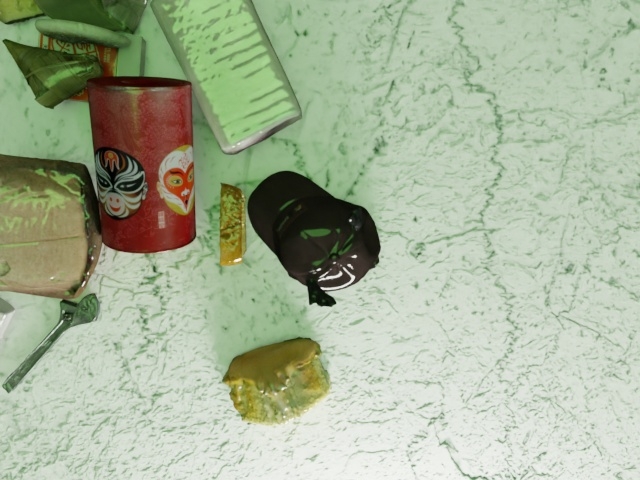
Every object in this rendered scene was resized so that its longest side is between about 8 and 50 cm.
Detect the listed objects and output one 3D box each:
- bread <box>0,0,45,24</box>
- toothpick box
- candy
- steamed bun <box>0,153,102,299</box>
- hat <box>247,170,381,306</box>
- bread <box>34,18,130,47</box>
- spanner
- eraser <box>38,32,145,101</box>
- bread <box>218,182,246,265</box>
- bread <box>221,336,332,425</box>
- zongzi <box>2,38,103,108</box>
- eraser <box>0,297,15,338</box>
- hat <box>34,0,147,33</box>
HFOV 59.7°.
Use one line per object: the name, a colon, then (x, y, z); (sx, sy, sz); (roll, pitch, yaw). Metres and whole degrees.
bread: (-0.596, -0.577, 1.192); (0.266, 0.141, 0.178); (-15, 138, -3)
toothpick box: (-0.365, -0.162, 1.163); (0.204, 0.204, 0.333); (3, 111, -2)
candy: (-0.198, -0.382, 1.211); (0.208, 0.145, 0.358); (-24, 98, 1)
steamed bun: (-0.609, -0.035, 1.219); (0.252, 0.199, 0.301); (3, 105, -19)
hat: (-0.018, -0.010, 1.230); (0.336, 0.209, 0.238); (37, 97, -4)
bread: (-0.514, -0.435, 1.172); (0.193, 0.112, 0.036); (7, 98, -2)
spanner: (-0.644, 0.243, 1.327); (0.093, 0.026, 0.325); (43, 95, -7)
eraser: (-0.515, -0.389, 1.252); (0.230, 0.038, 0.157); (6, 96, -3)
bread: (-0.202, -0.038, 1.271); (0.065, 0.103, 0.187); (-1, 95, -2)
bread: (-0.104, 0.342, 1.302); (0.252, 0.133, 0.174); (-17, 98, -1)
zongzi: (-0.571, -0.393, 1.199); (0.160, 0.078, 0.176); (-30, 88, -4)
eraser: (-0.847, 0.240, 1.283); (0.174, 0.095, 0.270); (28, 94, -5)
hat: (-0.475, -0.553, 1.159); (0.245, 0.214, 0.149); (16, 71, -5)
